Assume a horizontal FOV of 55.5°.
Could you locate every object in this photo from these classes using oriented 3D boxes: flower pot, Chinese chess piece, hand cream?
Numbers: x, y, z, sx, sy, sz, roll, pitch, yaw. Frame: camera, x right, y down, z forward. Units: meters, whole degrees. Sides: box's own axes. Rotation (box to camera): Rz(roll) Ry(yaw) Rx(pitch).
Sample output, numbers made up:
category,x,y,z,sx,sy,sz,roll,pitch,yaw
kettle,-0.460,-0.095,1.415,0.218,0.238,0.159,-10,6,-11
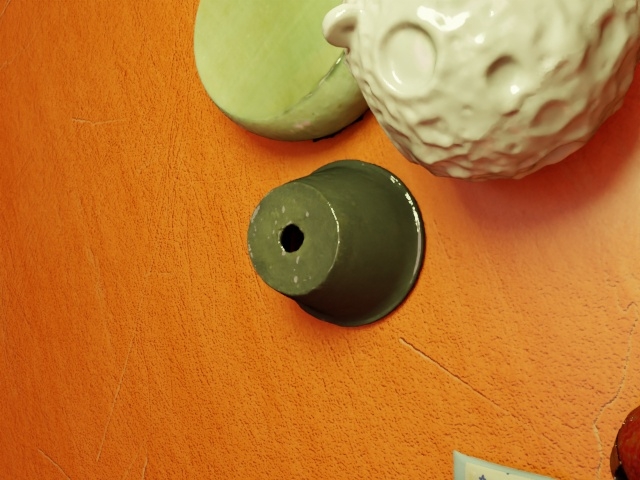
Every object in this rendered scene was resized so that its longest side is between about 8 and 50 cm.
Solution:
category,x,y,z,sx,sy,sz,roll,pitch,yaw
flower pot,0.000,0.000,0.903,0.269,0.166,0.269,-3,85,35
Chinese chess piece,-0.038,-0.330,0.954,0.349,0.146,0.349,-2,86,34
hand cream,0.251,0.321,0.789,0.170,0.043,0.065,-1,87,36

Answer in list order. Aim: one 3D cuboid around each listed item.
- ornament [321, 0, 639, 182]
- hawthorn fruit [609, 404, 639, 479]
category,x,y,z,sx,sy,sz,roll,pitch,yaw
ornament,0.194,-0.236,0.684,0.337,0.337,0.337,-2,87,34
hawthorn fruit,0.383,0.244,0.630,0.148,0.172,0.148,4,105,16
